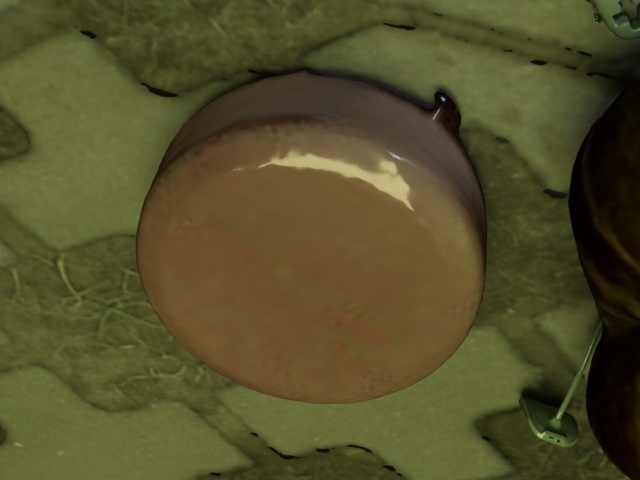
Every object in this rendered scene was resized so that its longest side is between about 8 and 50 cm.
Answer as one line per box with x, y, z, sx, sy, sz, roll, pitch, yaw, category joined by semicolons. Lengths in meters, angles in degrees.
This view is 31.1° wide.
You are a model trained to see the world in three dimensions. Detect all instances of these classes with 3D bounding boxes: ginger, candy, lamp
0.240;0.038;0.673;0.152;0.274;0.357;-9;114;-1;ginger
0.000;0.000;0.799;0.255;0.094;0.255;5;127;7;candy
0.205;0.066;0.861;0.050;0.056;0.198;18;116;-5;lamp

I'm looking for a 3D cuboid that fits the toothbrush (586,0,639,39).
0.088;-0.272;0.614;0.042;0.040;0.418;-25;119;23;toothbrush
